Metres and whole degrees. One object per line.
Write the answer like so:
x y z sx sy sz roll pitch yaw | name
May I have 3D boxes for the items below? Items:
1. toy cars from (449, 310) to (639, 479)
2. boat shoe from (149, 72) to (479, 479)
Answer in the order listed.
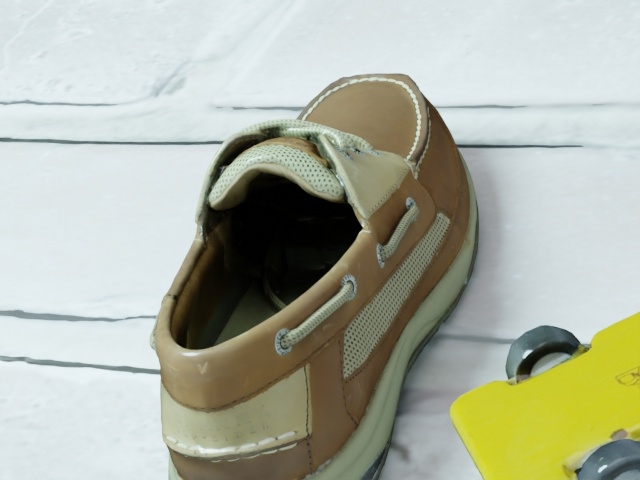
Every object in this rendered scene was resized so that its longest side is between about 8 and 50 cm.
0.101 0.137 0.699 0.176 0.087 0.393 4 41 39 | toy cars
0.000 0.000 0.920 0.122 0.120 0.324 -6 33 17 | boat shoe
